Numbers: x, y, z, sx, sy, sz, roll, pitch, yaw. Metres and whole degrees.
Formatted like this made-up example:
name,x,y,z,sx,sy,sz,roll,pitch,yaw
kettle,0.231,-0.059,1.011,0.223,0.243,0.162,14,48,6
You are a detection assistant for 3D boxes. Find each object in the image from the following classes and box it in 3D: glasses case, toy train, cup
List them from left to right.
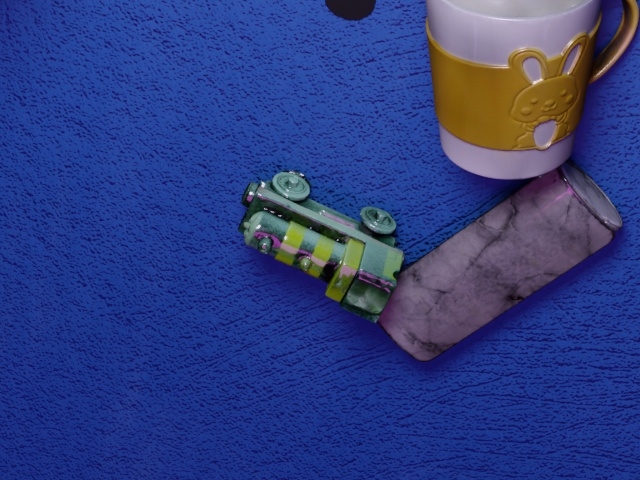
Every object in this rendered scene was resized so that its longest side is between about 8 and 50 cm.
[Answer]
name,x,y,z,sx,sy,sz,roll,pitch,yaw
toy train,0.000,0.001,2.147,0.200,0.132,0.083,22,123,-4
glasses case,0.194,0.025,2.161,0.299,0.060,0.114,-37,108,29
cup,0.223,-0.199,1.963,0.241,0.185,0.226,-13,129,-16

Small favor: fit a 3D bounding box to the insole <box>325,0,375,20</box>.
name,x,y,z,sx,sy,sz,roll,pitch,yaw
insole,0.036,-0.337,2.001,0.080,0.003,0.232,6,123,9
